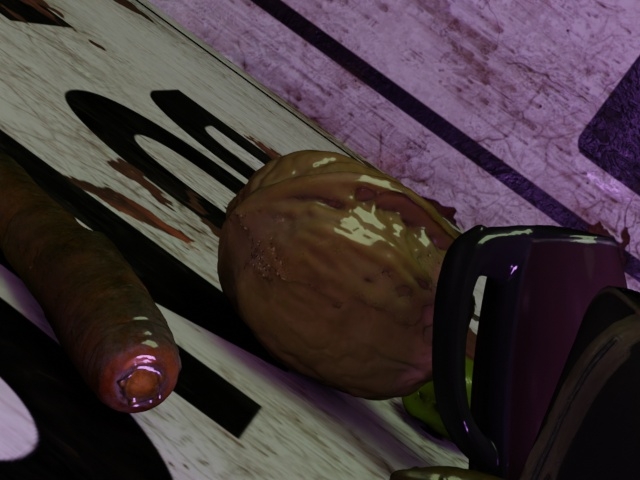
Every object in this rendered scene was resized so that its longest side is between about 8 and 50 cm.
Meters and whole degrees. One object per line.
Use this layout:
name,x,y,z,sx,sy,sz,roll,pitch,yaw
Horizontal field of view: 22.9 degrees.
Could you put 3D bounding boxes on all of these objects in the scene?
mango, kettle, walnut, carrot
mango,0.135,0.149,1.488,0.091,0.074,0.165,38,8,29
kettle,0.170,0.104,1.284,0.202,0.232,0.144,3,-6,-31
walnut,0.021,0.029,1.330,0.245,0.198,0.198,31,10,-32
carrot,-0.176,0.010,1.064,0.070,0.070,0.342,29,9,-39

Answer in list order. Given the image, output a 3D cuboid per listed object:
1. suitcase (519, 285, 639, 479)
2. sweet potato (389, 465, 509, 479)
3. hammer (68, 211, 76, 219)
suitcase,0.222,0.210,0.846,0.194,0.283,0.434,15,14,-12
sweet potato,0.194,0.254,1.171,0.346,0.079,0.108,37,37,-4
hammer,-0.170,0.018,1.202,0.062,0.017,0.182,31,9,-31
